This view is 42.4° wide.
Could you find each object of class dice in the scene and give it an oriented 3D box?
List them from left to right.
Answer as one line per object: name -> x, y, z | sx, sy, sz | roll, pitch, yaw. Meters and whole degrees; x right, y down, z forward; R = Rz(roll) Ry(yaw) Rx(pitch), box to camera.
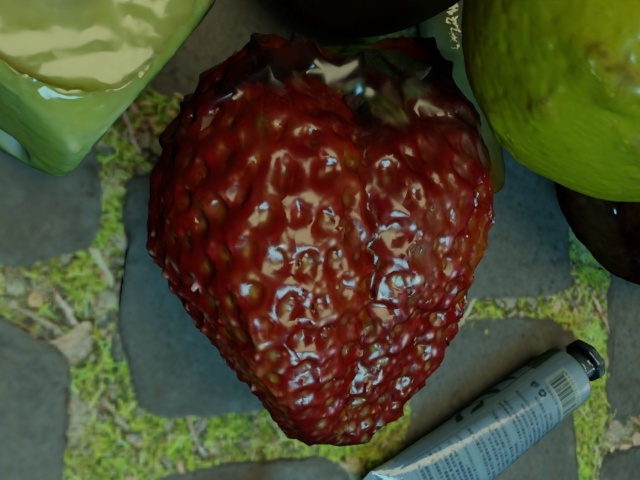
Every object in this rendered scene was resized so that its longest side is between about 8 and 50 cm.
dice -> -0.183, -0.157, 0.550 | 0.166, 0.169, 0.169 | 41, 69, -16

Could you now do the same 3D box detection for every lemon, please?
lemon -> 0.211, -0.148, 0.517 | 0.260, 0.284, 0.260 | -3, 55, 4

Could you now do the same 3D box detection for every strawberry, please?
strawberry -> 0.000, 0.000, 0.595 | 0.250, 0.238, 0.288 | -14, 99, -23

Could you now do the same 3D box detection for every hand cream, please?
hand cream -> 0.154, 0.177, 0.752 | 0.271, 0.058, 0.091 | -31, 110, -23

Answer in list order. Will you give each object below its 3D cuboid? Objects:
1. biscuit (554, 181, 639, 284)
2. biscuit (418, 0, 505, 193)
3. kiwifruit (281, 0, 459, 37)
biscuit -> 0.365, -0.151, 0.812 | 0.407, 0.091, 0.407 | -12, 109, -37
biscuit -> 0.130, -0.165, 0.779 | 0.164, 0.047, 0.208 | 22, 75, -22
kiwifruit -> 0.058, -0.268, 0.645 | 0.196, 0.234, 0.196 | 23, 60, -48
